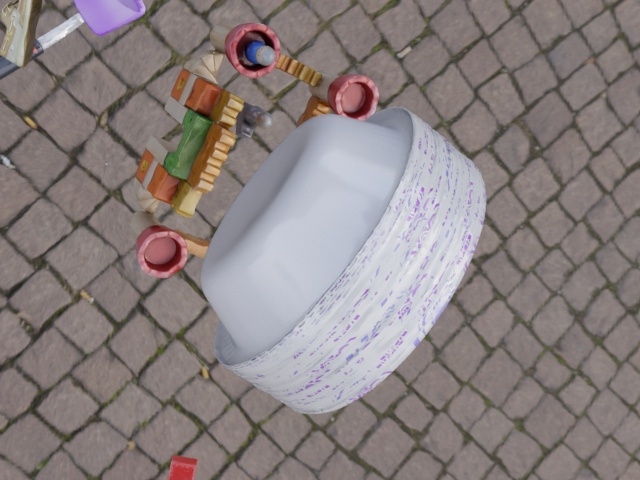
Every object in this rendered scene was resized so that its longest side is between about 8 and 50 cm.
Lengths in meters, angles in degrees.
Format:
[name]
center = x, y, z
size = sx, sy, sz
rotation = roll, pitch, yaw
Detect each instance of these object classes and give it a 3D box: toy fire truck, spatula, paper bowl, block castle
[toy fire truck]
center = -0.259, 0.492, 1.285
size = 0.047, 0.135, 0.192
rotation = 12, 105, -8
[spatula]
center = -0.418, -0.318, 1.147
size = 0.296, 0.030, 0.084
rotation = -35, 121, -11
[paper bowl]
center = 0.000, 0.000, 0.674
size = 0.148, 0.284, 0.284
rotation = 35, 85, -17
[block castle]
center = -0.121, -0.128, 1.284
size = 0.303, 0.213, 0.453
rotation = 20, 102, -33

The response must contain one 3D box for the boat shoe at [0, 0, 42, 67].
[boat shoe]
center = -0.419, -0.305, 1.020
size = 0.045, 0.050, 0.135
rotation = 19, 122, -11
